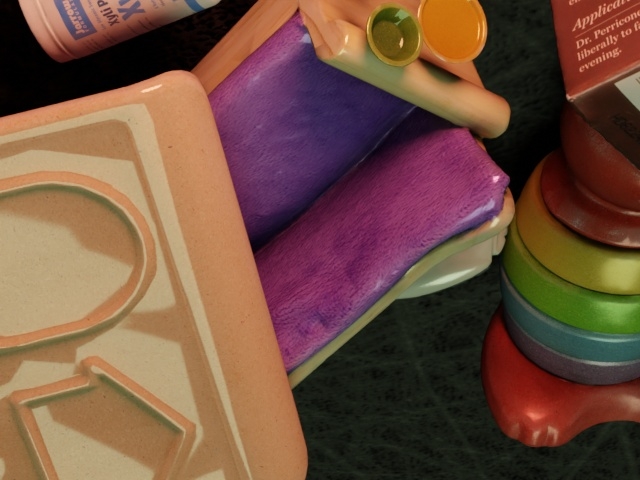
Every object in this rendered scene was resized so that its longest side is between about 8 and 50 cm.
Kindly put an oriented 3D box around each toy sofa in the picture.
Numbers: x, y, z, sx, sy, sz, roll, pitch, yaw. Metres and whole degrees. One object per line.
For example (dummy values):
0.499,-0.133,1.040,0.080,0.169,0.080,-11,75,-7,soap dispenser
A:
-0.055,-0.009,1.061,0.150,0.177,0.362,22,129,-38,toy sofa

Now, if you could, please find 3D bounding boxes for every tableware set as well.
0.082,-0.156,0.947,0.154,0.104,0.024,-16,180,-30,tableware set

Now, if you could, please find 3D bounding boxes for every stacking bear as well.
0.215,-0.009,1.189,0.175,0.164,0.289,-6,135,-12,stacking bear

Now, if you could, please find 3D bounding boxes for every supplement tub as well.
-0.117,-0.154,0.956,0.107,0.071,0.071,-21,145,12,supplement tub

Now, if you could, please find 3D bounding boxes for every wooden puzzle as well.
-0.205,0.068,0.992,0.348,0.080,0.322,-16,124,-3,wooden puzzle

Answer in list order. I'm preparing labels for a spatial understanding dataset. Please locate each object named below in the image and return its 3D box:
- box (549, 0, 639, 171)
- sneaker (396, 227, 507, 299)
0.238,-0.149,0.927,0.168,0.203,0.167,-25,140,30,box
0.000,0.000,1.215,0.275,0.107,0.110,-25,125,11,sneaker
